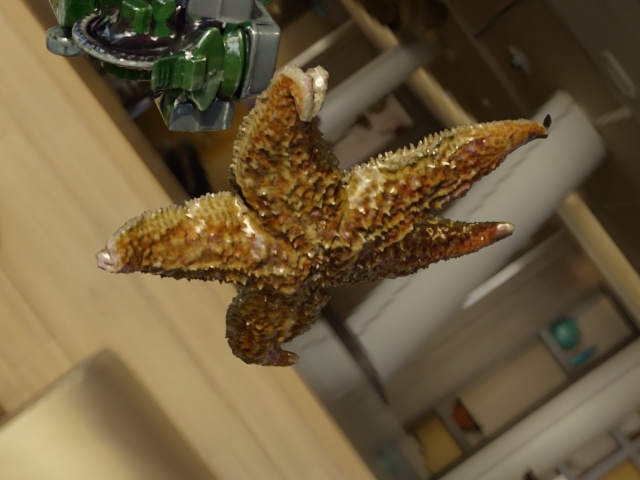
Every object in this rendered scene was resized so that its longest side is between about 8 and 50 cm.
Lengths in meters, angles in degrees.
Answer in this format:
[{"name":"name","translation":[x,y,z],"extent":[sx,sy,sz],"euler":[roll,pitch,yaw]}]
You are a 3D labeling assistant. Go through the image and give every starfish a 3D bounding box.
[{"name":"starfish","translation":[0.001,0.001,0.656],"extent":[0.240,0.227,0.043],"euler":[108,-33,-55]}]

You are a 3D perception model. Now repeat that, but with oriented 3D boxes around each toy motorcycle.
[{"name":"toy motorcycle","translation":[-0.097,-0.171,0.947],"extent":[0.274,0.187,0.124],"euler":[-119,-146,-52]}]
